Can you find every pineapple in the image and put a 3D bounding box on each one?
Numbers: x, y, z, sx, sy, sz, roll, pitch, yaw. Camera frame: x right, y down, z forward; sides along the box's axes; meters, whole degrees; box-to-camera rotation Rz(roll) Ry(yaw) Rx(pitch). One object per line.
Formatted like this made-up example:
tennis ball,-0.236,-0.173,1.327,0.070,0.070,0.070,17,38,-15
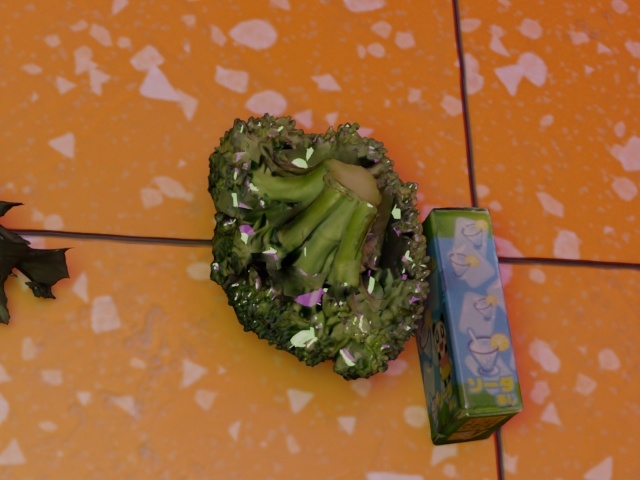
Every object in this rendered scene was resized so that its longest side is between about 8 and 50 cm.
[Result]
pineapple,-0.330,-0.053,1.213,0.277,0.130,0.119,52,35,14

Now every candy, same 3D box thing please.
candy,0.125,0.076,1.275,0.062,0.097,0.194,-1,67,-14

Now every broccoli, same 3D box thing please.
broccoli,0.000,0.003,1.231,0.198,0.176,0.226,-7,32,-20
